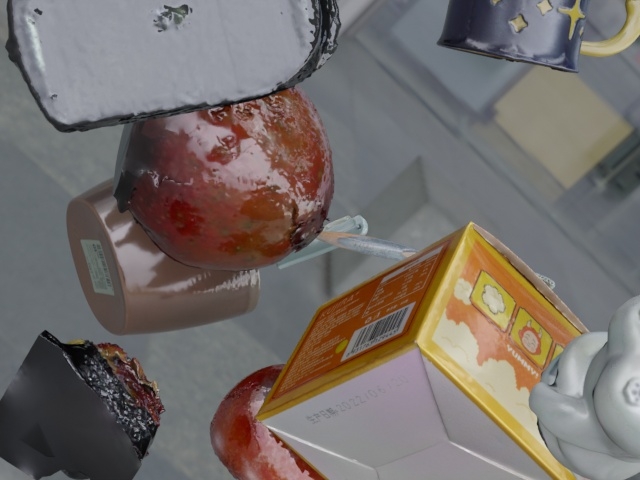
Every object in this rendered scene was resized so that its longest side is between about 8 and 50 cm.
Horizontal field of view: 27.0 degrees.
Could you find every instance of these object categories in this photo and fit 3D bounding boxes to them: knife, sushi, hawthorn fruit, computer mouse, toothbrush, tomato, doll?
[{"bbox_3d":[0.000,0.000,2.147,0.023,0.162,0.044,35,34,-70],"label":"knife"},{"bbox_3d":[-0.266,0.195,1.554,0.172,0.153,0.150,33,15,0],"label":"sushi"},{"bbox_3d":[-0.134,-0.098,1.770,0.316,0.316,0.316,40,19,-17],"label":"hawthorn fruit"},{"bbox_3d":[-0.131,-0.192,1.187,0.087,0.295,0.168,158,-81,-80],"label":"computer mouse"},{"bbox_3d":[0.175,0.030,2.050,0.375,0.028,0.037,12,7,7],"label":"toothbrush"},{"bbox_3d":[-0.043,0.224,1.660,0.189,0.099,0.173,32,52,25],"label":"tomato"},{"bbox_3d":[0.207,0.105,0.897,0.107,0.181,0.110,23,66,-13],"label":"doll"}]

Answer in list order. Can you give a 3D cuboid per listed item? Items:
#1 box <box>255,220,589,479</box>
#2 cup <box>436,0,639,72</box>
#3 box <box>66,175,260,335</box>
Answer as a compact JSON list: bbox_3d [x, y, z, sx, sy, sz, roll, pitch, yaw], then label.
[{"bbox_3d":[0.133,0.169,1.511,0.259,0.283,0.214,43,47,-16],"label":"box"},{"bbox_3d":[0.280,-0.342,1.645,0.178,0.256,0.255,18,9,39],"label":"cup"},{"bbox_3d":[-0.250,0.013,2.061,0.216,0.301,0.301,-18,58,-27],"label":"box"}]
